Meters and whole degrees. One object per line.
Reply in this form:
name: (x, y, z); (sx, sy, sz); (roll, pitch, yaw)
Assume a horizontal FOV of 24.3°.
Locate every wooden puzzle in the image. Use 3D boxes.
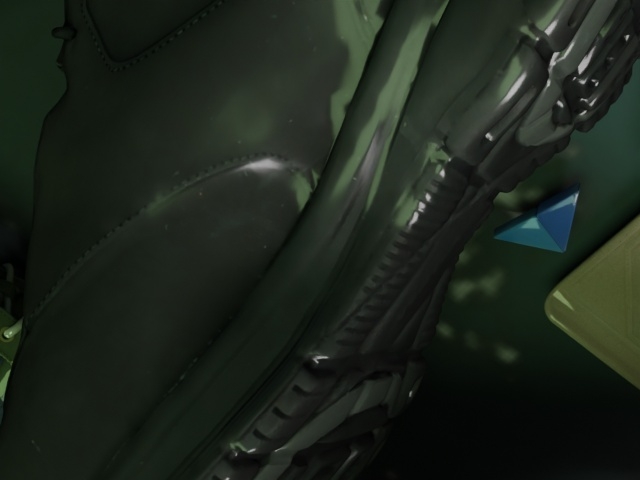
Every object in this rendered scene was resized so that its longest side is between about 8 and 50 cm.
wooden puzzle: (0.116, 0.017, 0.449); (0.116, 0.014, 0.078); (43, 122, -13)

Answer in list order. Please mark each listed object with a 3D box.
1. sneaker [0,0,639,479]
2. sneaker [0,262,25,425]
sneaker: (-0.022, -0.013, 0.376); (0.130, 0.109, 0.286); (36, 94, 19)
sneaker: (-0.102, 0.035, 0.507); (0.086, 0.064, 0.192); (-14, 119, 18)
